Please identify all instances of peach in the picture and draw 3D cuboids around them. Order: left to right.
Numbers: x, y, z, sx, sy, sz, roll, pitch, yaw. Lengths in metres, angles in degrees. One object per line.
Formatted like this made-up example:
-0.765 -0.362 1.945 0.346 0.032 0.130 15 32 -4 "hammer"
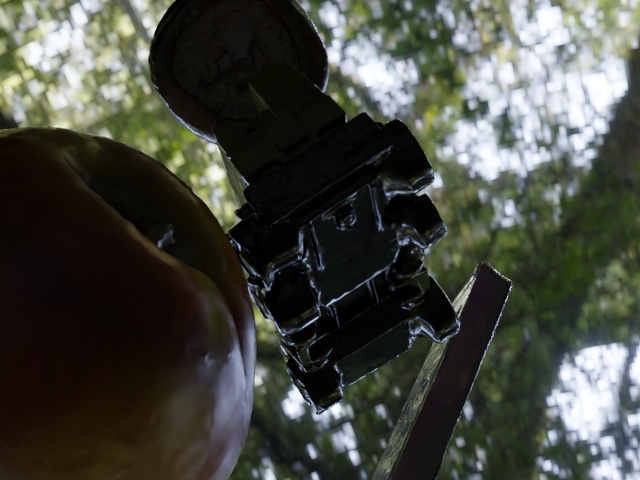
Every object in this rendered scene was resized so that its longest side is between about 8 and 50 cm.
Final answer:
-0.169 0.072 1.024 0.281 0.281 0.238 4 -168 21 "peach"

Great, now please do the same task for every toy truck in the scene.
0.003 0.004 1.173 0.127 0.257 0.127 -34 -124 -10 "toy truck"

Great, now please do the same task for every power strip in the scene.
0.097 0.143 1.554 0.037 0.109 0.279 28 -125 -1 "power strip"

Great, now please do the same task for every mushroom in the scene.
-0.055 -0.119 1.217 0.123 0.052 0.123 0 -101 -3 "mushroom"
